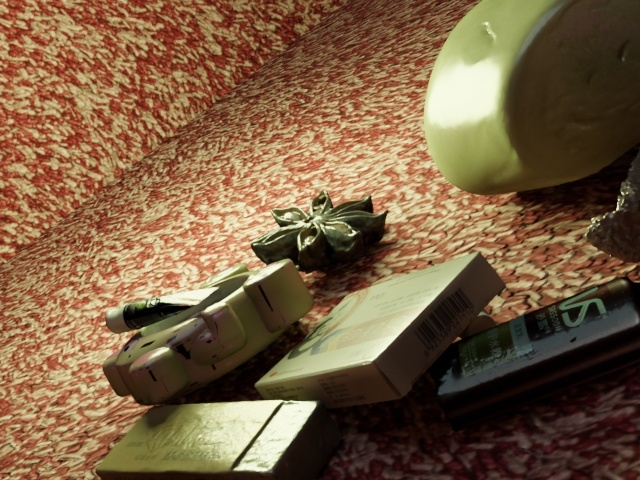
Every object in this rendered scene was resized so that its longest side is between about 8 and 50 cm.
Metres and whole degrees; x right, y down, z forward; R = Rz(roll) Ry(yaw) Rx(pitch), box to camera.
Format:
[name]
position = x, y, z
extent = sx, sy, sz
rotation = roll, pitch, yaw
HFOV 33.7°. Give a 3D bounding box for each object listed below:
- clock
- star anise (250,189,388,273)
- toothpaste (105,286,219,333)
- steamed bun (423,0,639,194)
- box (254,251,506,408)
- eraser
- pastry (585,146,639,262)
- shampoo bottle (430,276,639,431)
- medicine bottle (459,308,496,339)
[clock]
position = -0.185, 0.145, 1.678
extent = 0.309, 0.114, 0.284
rotation = -32, 12, -24
[star anise]
position = -0.001, 0.000, 1.836
extent = 0.236, 0.109, 0.223
rotation = 4, 33, 34
[toothpaste]
position = -0.248, 0.105, 1.648
extent = 0.194, 0.045, 0.071
rotation = -16, 12, 31
[steamed bun]
position = 0.382, -0.275, 1.611
extent = 0.456, 0.290, 0.371
rotation = -34, 10, -16
[box]
position = 0.067, 0.132, 1.399
extent = 0.214, 0.069, 0.353
rotation = -42, 7, -27
[eraser]
position = -0.141, 0.288, 1.419
extent = 0.343, 0.078, 0.144
rotation = -10, 29, 41
[pastry]
position = 0.461, -0.071, 1.400
extent = 0.112, 0.103, 0.265
rotation = -13, 30, 52
[shampoo bottle]
position = 0.291, 0.118, 1.232
extent = 0.323, 0.084, 0.129
rotation = -23, 24, 16
[medicine bottle]
position = 0.198, 0.106, 1.415
extent = 0.052, 0.052, 0.089
rotation = -32, 22, -5
